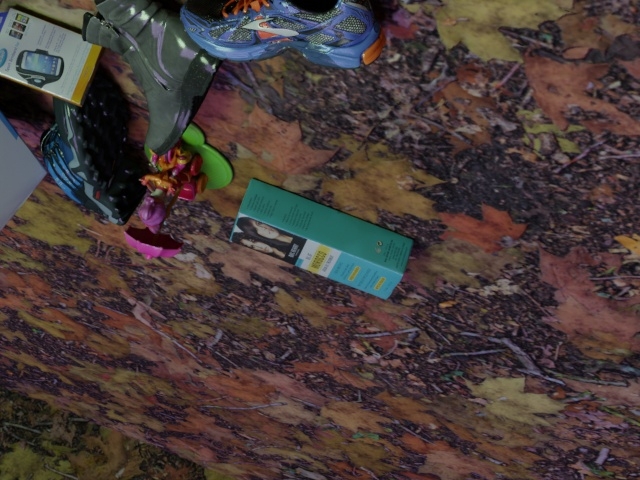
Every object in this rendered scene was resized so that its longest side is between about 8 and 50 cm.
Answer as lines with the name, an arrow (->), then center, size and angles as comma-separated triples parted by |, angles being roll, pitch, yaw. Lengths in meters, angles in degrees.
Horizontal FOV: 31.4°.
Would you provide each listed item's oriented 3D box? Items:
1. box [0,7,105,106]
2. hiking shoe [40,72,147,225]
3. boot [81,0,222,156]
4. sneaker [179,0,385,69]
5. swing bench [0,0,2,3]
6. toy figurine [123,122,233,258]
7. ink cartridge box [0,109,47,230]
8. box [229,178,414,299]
box -> -0.338, -0.224, 1.376 | 0.136, 0.081, 0.028 | 21, 176, -1
hiking shoe -> -0.329, -0.124, 1.528 | 0.132, 0.113, 0.304 | 19, 151, 13
boot -> -0.207, -0.210, 1.342 | 0.161, 0.083, 0.246 | 30, 147, -6
sneaker -> -0.042, -0.238, 1.177 | 0.221, 0.083, 0.087 | 5, 137, 15
swing bench -> -0.511, -0.284, 1.285 | 0.253, 0.165, 0.254 | -8, 142, 44
toy figurine -> -0.205, -0.056, 1.522 | 0.130, 0.159, 0.173 | 14, 153, 10
ink cartridge box -> -0.557, -0.119, 1.523 | 0.270, 0.197, 0.198 | 25, 158, 27
box -> 0.000, 0.000, 1.603 | 0.244, 0.060, 0.100 | 20, 154, -3
